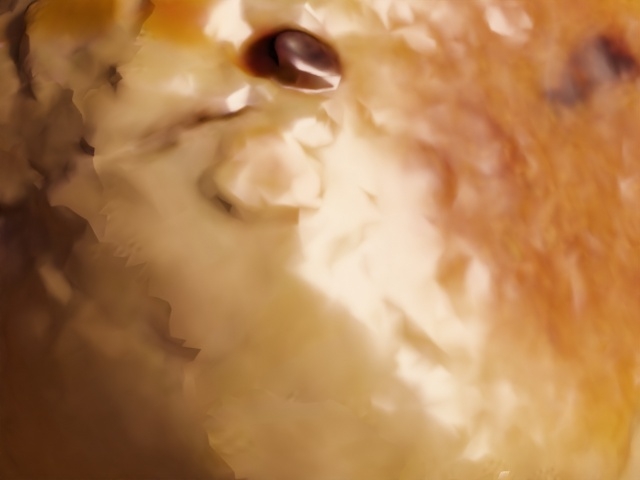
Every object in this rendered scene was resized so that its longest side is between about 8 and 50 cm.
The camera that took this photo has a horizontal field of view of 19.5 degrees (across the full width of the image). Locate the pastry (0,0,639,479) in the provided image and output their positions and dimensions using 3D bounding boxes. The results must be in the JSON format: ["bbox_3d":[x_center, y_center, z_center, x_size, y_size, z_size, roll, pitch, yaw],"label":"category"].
[{"bbox_3d":[0.000,0.000,0.809,0.389,0.313,0.388,10,68,-27],"label":"pastry"}]
